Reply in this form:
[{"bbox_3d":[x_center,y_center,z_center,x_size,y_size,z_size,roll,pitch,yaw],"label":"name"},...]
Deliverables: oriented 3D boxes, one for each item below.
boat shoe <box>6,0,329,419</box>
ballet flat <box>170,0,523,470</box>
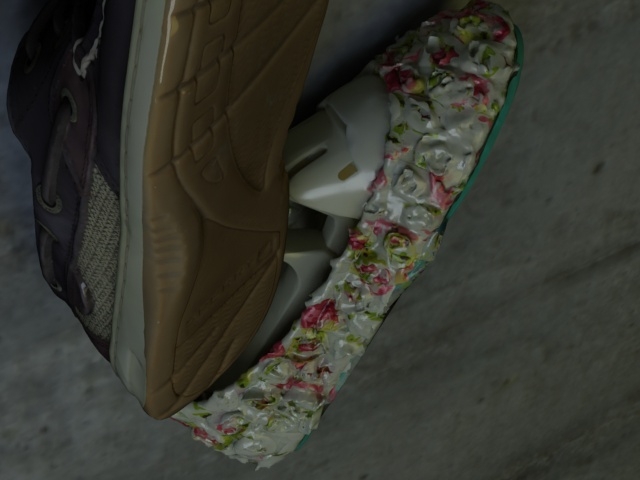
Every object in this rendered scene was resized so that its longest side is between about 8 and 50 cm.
[{"bbox_3d":[-0.060,-0.051,0.577,0.103,0.092,0.285,-47,158,-35],"label":"boat shoe"},{"bbox_3d":[0.000,0.000,0.715,0.077,0.091,0.241,16,116,-27],"label":"ballet flat"}]
